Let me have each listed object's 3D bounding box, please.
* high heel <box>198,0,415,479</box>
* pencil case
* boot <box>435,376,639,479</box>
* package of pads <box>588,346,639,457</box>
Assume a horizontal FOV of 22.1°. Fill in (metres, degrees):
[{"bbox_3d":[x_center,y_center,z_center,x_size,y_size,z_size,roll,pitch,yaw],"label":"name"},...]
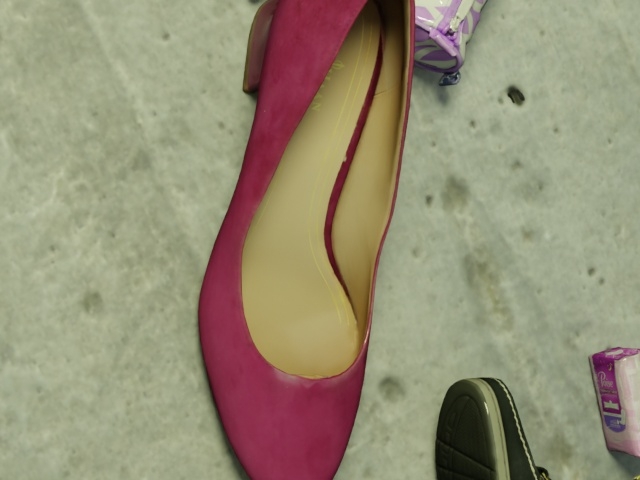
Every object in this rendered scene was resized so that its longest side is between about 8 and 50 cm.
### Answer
[{"bbox_3d":[0.000,0.000,1.110,0.127,0.181,0.377,-3,90,-23],"label":"high heel"},{"bbox_3d":[0.107,-0.224,1.211,0.086,0.088,0.206,29,77,-22],"label":"pencil case"},{"bbox_3d":[0.189,0.195,1.242,0.178,0.085,0.236,-17,102,-25],"label":"boot"},{"bbox_3d":[0.240,0.126,1.282,0.032,0.050,0.083,-13,95,-23],"label":"package of pads"}]
